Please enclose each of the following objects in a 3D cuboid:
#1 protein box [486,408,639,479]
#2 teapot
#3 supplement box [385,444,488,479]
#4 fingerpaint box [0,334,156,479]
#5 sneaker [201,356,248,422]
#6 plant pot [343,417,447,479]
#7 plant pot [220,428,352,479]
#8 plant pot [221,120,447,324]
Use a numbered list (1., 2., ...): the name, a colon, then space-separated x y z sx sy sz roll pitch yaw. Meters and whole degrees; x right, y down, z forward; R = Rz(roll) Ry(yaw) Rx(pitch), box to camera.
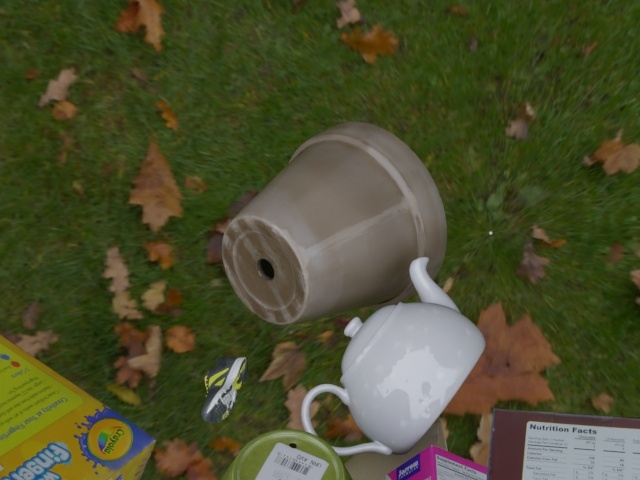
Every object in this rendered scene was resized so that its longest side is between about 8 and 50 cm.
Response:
1. protein box: 0.184 0.255 0.796 0.135 0.200 0.201 2 54 15
2. teapot: 0.112 0.188 1.722 0.187 0.256 0.253 36 115 5
3. supplement box: 0.166 0.413 1.567 0.114 0.220 0.111 27 132 -24
4. fingerpaint box: -0.510 0.327 1.610 0.371 0.445 0.163 31 112 11
5. sneaker: -0.101 0.148 1.132 0.035 0.083 0.031 7 129 23
6. plant pot: 0.118 0.440 1.853 0.190 0.284 0.284 -7 89 8
7. plant pot: -0.046 0.382 1.466 0.274 0.275 0.294 11 135 8
8. plant pot: 0.000 0.000 1.874 0.323 0.280 0.323 23 127 35
